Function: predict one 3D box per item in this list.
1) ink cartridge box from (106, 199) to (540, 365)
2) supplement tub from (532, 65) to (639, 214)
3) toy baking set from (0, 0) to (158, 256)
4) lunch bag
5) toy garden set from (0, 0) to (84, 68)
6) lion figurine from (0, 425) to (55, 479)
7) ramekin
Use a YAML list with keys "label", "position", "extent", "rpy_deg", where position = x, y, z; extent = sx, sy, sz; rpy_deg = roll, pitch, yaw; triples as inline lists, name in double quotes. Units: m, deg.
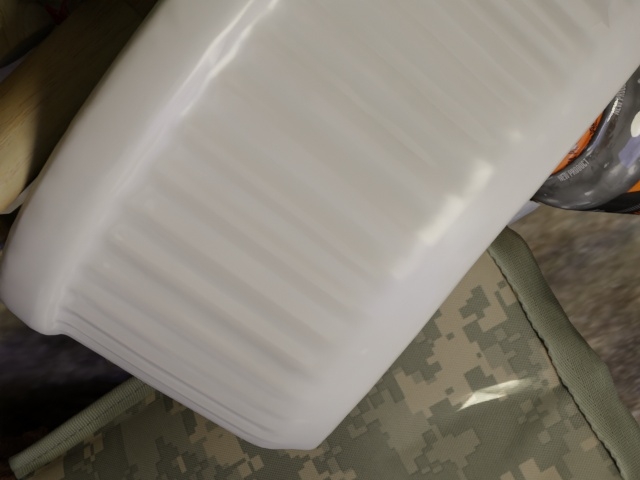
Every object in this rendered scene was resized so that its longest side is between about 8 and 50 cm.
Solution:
- label: "ink cartridge box"
  position: [0.000, 0.000, 0.997]
  extent: [0.189, 0.066, 0.232]
  rpy_deg: [-32, 171, 16]
- label: "supplement tub"
  position: [0.156, -0.069, 0.898]
  extent: [0.190, 0.117, 0.117]
  rpy_deg: [3, 143, -38]
- label: "toy baking set"
  position: [-0.106, -0.034, 0.702]
  extent: [0.256, 0.030, 0.197]
  rpy_deg: [-49, -177, -23]
- label: "lunch bag"
  position: [0.032, 0.127, 0.897]
  extent: [0.287, 0.235, 0.169]
  rpy_deg: [-34, 170, 33]
- label: "toy garden set"
  position: [-0.062, -0.126, 0.610]
  extent: [0.204, 0.049, 0.244]
  rpy_deg: [-37, 180, 3]
- label: "lion figurine"
  position: [-0.057, 0.146, 1.128]
  extent: [0.392, 0.142, 0.240]
  rpy_deg: [-28, 147, -21]
- label: "ramekin"
  position: [0.016, -0.044, 0.694]
  extent: [0.273, 0.127, 0.273]
  rpy_deg: [-50, 178, -3]
